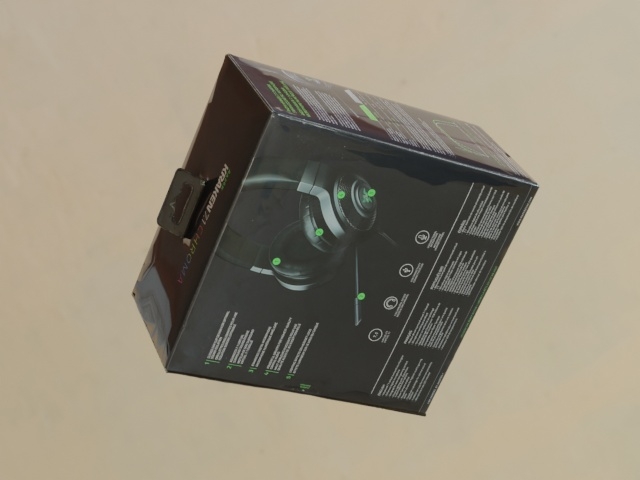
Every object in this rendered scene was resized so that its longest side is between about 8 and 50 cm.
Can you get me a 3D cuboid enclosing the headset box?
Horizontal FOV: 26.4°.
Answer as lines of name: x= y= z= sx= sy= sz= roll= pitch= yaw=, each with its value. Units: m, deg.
headset box: x=0.000 y=0.000 z=1.174 sx=0.283 sy=0.246 sz=0.131 roll=12 pitch=-157 yaw=-27
